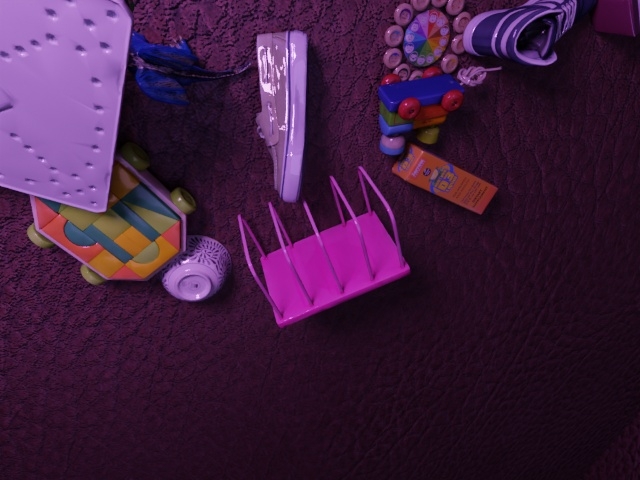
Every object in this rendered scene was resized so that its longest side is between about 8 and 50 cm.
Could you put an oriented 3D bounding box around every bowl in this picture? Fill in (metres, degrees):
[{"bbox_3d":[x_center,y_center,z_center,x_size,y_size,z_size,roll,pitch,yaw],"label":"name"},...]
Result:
[{"bbox_3d":[-0.279,0.079,0.911,0.170,0.080,0.170,-7,123,-12],"label":"bowl"}]

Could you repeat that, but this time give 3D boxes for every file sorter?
[{"bbox_3d":[0.000,0.000,0.849,0.290,0.202,0.182,-23,133,-1],"label":"file sorter"}]

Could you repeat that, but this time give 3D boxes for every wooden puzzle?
[{"bbox_3d":[0.188,-0.412,0.770,0.116,0.014,0.078,-42,127,13],"label":"wooden puzzle"}]

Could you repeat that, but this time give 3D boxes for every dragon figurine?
[{"bbox_3d":[-0.245,-0.271,0.652,0.289,0.144,0.085,6,123,-28],"label":"dragon figurine"}]

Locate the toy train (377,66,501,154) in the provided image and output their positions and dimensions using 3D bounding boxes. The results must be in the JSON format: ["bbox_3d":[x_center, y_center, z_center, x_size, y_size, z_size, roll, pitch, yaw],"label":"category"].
[{"bbox_3d":[0.233,-0.257,0.823,0.247,0.105,0.143,-13,143,-11],"label":"toy train"}]

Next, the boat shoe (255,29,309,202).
[{"bbox_3d":[-0.071,-0.222,0.762,0.094,0.109,0.303,3,105,2],"label":"boat shoe"}]

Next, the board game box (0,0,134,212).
[{"bbox_3d":[-0.457,-0.217,0.518,0.389,0.050,0.390,18,141,-21],"label":"board game box"}]

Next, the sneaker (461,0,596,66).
[{"bbox_3d":[0.423,-0.397,0.752,0.282,0.153,0.099,-23,125,-7],"label":"sneaker"}]

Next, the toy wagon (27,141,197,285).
[{"bbox_3d":[-0.421,-0.067,0.774,0.267,0.068,0.344,-37,121,9],"label":"toy wagon"}]

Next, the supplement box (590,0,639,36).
[{"bbox_3d":[0.639,-0.490,0.790,0.188,0.104,0.081,-35,124,9],"label":"supplement box"}]

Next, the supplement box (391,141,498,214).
[{"bbox_3d":[0.281,-0.138,0.931,0.233,0.080,0.078,19,113,-22],"label":"supplement box"}]

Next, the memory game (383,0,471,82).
[{"bbox_3d":[0.205,-0.379,0.782,0.186,0.012,0.186,-11,129,-14],"label":"memory game"}]
